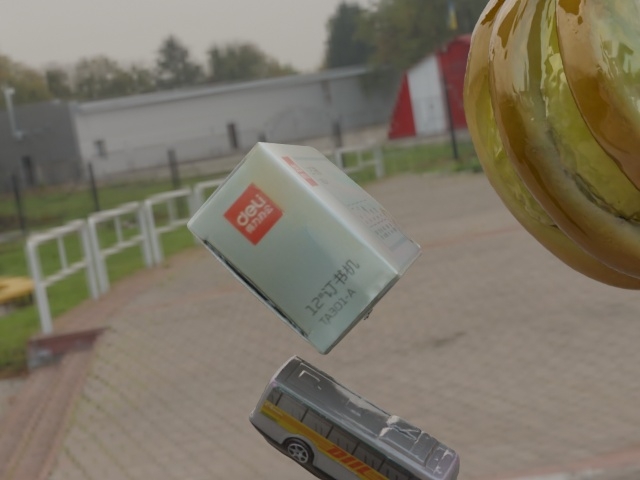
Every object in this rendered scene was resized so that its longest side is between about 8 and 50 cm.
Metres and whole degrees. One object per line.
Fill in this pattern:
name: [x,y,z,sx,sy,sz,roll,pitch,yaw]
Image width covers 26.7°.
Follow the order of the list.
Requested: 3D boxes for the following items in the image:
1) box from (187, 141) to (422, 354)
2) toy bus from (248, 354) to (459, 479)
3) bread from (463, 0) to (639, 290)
box: [0.000,0.000,1.000,0.079,0.135,0.269,-47,-3,8]
toy bus: [0.029,0.163,1.076,0.172,0.072,0.057,30,34,10]
bread: [0.252,-0.094,1.090,0.270,0.316,0.211,-23,16,47]
